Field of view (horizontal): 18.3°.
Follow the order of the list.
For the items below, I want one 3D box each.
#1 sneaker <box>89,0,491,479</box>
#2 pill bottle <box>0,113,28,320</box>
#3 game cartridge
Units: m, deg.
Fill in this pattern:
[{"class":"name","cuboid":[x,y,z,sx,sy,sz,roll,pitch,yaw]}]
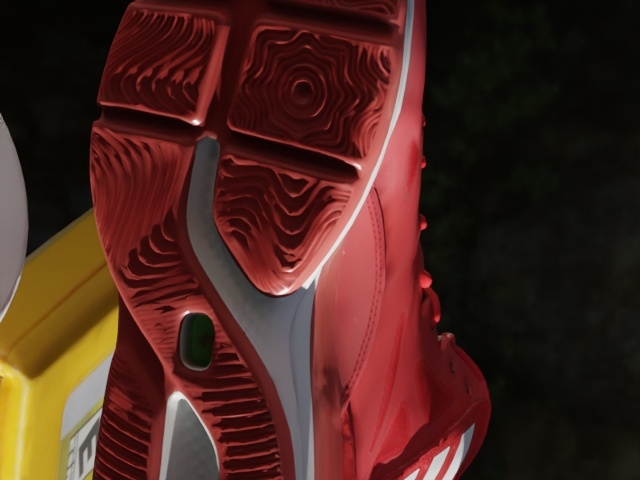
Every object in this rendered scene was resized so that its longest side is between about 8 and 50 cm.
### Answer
[{"class":"sneaker","cuboid":[0.000,0.000,0.567,0.087,0.221,0.128,17,-172,25]},{"class":"pill bottle","cuboid":[-0.235,0.023,0.700,0.160,0.160,0.283,-15,174,-45]},{"class":"game cartridge","cuboid":[-0.100,0.113,0.963,0.053,0.285,0.324,16,-155,16]}]
